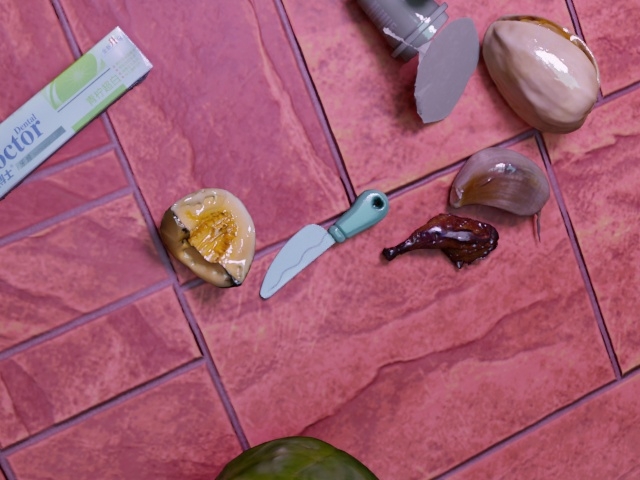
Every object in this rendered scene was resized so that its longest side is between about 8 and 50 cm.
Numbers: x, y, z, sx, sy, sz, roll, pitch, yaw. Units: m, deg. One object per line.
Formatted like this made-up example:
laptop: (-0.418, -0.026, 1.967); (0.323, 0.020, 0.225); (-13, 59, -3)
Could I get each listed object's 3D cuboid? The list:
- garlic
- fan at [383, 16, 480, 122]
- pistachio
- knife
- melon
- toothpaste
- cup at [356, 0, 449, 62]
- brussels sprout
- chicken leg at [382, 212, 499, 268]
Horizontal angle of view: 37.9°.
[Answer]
garlic: (0.323, -0.085, 1.586); (0.198, 0.090, 0.128); (19, 103, -25)
fan: (0.167, -0.283, 1.447); (0.310, 0.010, 0.182); (14, 102, -58)
pistachio: (0.367, -0.283, 1.551); (0.229, 0.157, 0.157); (46, 80, -3)
knife: (-0.001, -0.002, 1.506); (0.260, 0.034, 0.063); (-35, 100, -9)
melon: (-0.167, -0.009, 1.431); (0.160, 0.079, 0.128); (49, 59, -15)
toothpaste: (-0.392, -0.168, 1.345); (0.336, 0.067, 0.081); (-43, 103, -11)
cup: (0.122, -0.366, 1.479); (0.141, 0.120, 0.120); (43, 81, -4)
brussels sprout: (-0.048, 0.454, 1.392); (0.289, 0.281, 0.354); (27, 121, 7)
chicken leg: (0.207, 0.000, 1.566); (0.205, 0.053, 0.093); (8, 106, -15)
